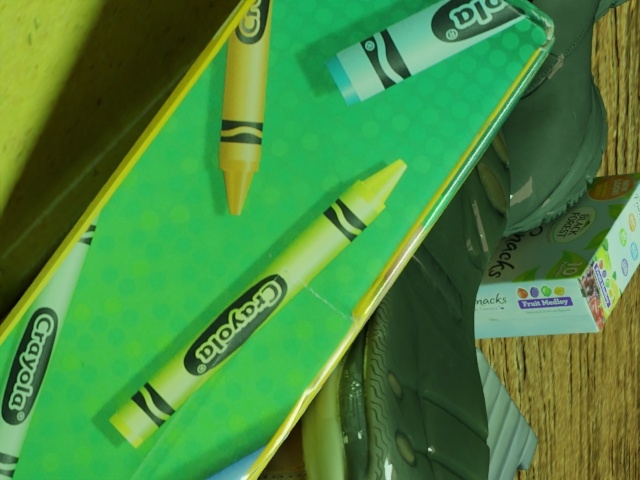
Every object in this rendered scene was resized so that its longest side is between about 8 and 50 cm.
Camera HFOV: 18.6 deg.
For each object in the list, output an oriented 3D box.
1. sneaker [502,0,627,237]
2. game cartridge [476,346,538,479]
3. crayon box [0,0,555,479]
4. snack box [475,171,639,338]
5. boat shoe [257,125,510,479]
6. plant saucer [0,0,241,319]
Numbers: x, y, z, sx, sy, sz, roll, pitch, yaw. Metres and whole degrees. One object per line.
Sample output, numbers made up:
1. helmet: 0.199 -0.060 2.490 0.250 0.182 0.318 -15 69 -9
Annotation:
1. sneaker: 0.103 -0.130 1.021 0.130 0.109 0.286 62 40 -48
2. game cartridge: 0.031 0.245 1.146 0.355 0.068 0.230 -69 155 -14
3. crayon box: -0.047 0.043 0.598 0.278 0.081 0.165 -55 177 -9
4. snack box: 0.093 0.010 1.009 0.100 0.141 0.037 -52 128 -45
5. boat shoe: 0.000 0.000 0.803 0.122 0.120 0.324 55 30 -35
6. plant saucer: -0.075 -0.141 0.556 0.333 0.081 0.333 -53 150 -44
